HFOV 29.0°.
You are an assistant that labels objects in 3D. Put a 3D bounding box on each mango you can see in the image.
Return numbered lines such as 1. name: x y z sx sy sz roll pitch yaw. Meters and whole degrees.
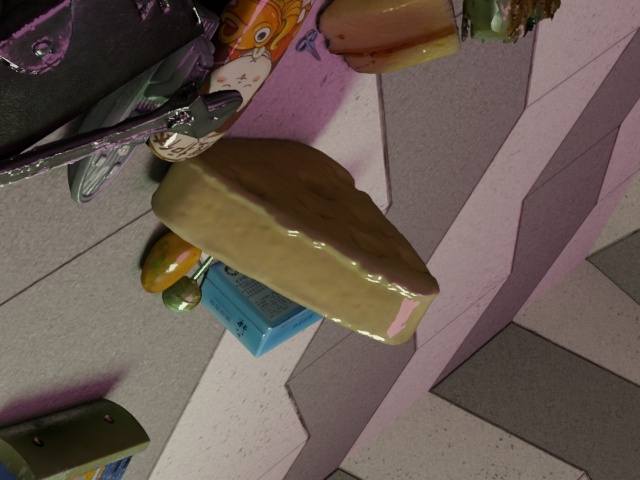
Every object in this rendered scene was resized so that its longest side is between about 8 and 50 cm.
1. mango: -0.206 0.028 1.697 0.114 0.057 0.079 -50 169 20

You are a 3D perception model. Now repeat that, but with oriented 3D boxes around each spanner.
1. spanner: -0.219 -0.101 1.251 0.325 0.026 0.093 -22 159 -26

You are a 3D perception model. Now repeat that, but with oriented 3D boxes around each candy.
1. candy: -0.158 0.028 1.779 0.202 0.061 0.061 -49 162 22

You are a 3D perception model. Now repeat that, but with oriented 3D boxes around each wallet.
1. wallet: -0.256 -0.164 1.168 0.318 0.045 0.172 -35 156 -10

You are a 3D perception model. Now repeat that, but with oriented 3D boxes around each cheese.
1. cheese: 0.000 0.000 1.629 0.104 0.384 0.384 -58 159 18

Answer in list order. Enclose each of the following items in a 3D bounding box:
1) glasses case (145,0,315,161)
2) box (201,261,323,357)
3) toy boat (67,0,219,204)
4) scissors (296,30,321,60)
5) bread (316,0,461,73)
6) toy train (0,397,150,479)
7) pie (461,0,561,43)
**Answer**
1. glasses case: -0.094 -0.221 1.385 0.321 0.082 0.122 -54 163 23
2. box: -0.061 0.070 1.958 0.232 0.142 0.083 -30 156 -41
3. toy boat: -0.194 -0.140 1.331 0.260 0.085 0.078 -53 161 18
4. scissors: -0.011 -0.250 1.623 0.036 0.006 0.083 -44 161 0
5. bread: 0.086 -0.322 1.653 0.178 0.135 0.240 -14 165 10
6. toy train: -0.405 0.352 1.842 0.300 0.131 0.202 -10 133 -61
7. pie: 0.287 -0.406 1.705 0.371 0.078 0.296 -27 134 -64
